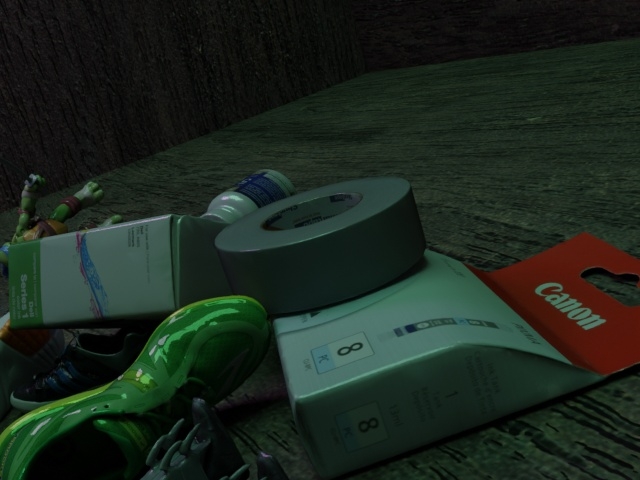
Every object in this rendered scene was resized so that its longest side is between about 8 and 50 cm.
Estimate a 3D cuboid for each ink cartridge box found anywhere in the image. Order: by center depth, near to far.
[{"bbox_3d":[0.145,0.060,0.783,0.385,0.091,0.308,-20,16,-3],"label":"ink cartridge box"},{"bbox_3d":[-0.228,0.050,1.025,0.278,0.117,0.201,-8,-9,30],"label":"ink cartridge box"}]

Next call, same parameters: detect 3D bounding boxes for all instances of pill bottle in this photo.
[{"bbox_3d":[-0.127,-0.041,1.346,0.112,0.111,0.187,-7,19,31],"label":"pill bottle"}]

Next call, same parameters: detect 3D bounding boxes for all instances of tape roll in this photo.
[{"bbox_3d":[0.000,0.000,0.858,0.219,0.072,0.219,-16,15,4],"label":"tape roll"}]

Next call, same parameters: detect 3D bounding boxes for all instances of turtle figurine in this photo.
[{"bbox_3d":[-0.515,-0.043,1.620,0.198,0.274,0.266,27,30,17],"label":"turtle figurine"}]

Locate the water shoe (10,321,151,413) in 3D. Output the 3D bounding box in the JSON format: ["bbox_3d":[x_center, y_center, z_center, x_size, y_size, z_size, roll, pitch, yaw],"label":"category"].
[{"bbox_3d":[-0.285,0.148,0.955,0.203,0.080,0.073,-15,16,10],"label":"water shoe"}]

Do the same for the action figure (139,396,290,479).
[{"bbox_3d":[-0.152,0.234,0.525,0.285,0.099,0.185,-34,32,-33],"label":"action figure"}]

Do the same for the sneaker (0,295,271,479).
[{"bbox_3d":[-0.163,0.164,0.748,0.296,0.109,0.123,-34,25,-11],"label":"sneaker"}]

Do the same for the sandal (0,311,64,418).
[{"bbox_3d":[-0.425,0.159,1.030,0.076,0.101,0.265,-10,20,15],"label":"sandal"}]
